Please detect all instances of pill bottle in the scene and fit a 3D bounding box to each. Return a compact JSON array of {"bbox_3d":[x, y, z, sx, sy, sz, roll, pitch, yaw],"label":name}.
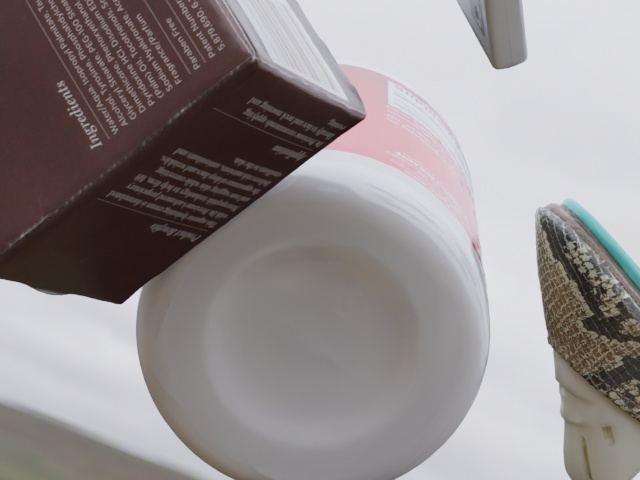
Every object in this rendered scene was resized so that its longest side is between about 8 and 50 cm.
[{"bbox_3d":[0.000,0.000,1.437,0.229,0.229,0.408,22,18,-6],"label":"pill bottle"}]

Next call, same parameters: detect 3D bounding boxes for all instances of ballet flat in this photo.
[{"bbox_3d":[0.314,0.176,1.602,0.483,0.182,0.164,39,6,-14],"label":"ballet flat"}]

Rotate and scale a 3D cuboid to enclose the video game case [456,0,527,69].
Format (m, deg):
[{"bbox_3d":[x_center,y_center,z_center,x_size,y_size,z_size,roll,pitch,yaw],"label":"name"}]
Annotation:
[{"bbox_3d":[0.060,-0.207,0.983,0.022,0.173,0.190,-16,-48,-5],"label":"video game case"}]

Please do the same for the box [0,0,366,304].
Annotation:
[{"bbox_3d":[-0.118,-0.092,1.152,0.167,0.203,0.168,59,14,18],"label":"box"}]
